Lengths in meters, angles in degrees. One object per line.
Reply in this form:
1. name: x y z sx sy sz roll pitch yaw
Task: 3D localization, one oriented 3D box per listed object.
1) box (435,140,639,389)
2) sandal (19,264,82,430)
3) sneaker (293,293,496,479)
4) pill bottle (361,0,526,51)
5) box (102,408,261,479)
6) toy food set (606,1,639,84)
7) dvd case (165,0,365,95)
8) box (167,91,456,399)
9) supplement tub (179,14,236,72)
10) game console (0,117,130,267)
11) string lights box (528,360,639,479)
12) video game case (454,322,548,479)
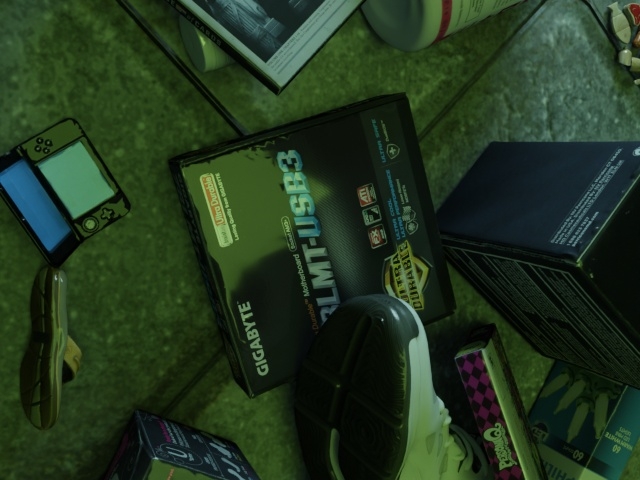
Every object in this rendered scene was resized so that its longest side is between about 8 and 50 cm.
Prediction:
1. box: 0.340 0.031 0.944 0.296 0.294 0.182 43 78 -23
2. sandal: -0.284 0.117 0.814 0.049 0.072 0.180 4 92 -46
3. sneaker: 0.116 0.237 0.944 0.258 0.169 0.447 -19 124 -36
4. pill bottle: 0.191 -0.347 0.895 0.283 0.160 0.160 -28 108 -18
5. box: -0.186 0.340 0.831 0.142 0.163 0.247 27 86 -21
6. toy food set: 0.458 -0.291 1.101 0.078 0.019 0.122 -21 98 -20
7. dvd case: -0.080 -0.292 0.799 0.239 0.029 0.179 40 70 -4
8. box: 0.000 0.000 0.914 0.294 0.073 0.295 -20 105 -21
9. supplement tub: -0.093 -0.234 0.835 0.107 0.071 0.071 -25 107 -19
10. game console: -0.267 -0.052 0.785 0.107 0.071 0.122 -34 110 -16
11. string lights box: 0.396 0.234 1.089 0.077 0.133 0.259 31 85 -27
12. video game case: 0.235 0.232 0.956 0.042 0.210 0.232 -19 87 17
